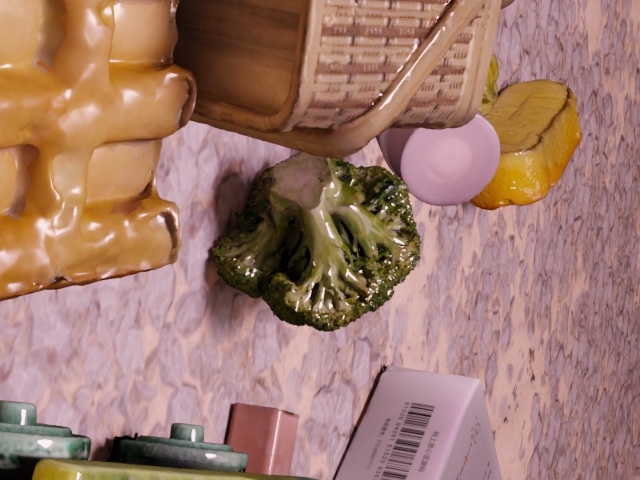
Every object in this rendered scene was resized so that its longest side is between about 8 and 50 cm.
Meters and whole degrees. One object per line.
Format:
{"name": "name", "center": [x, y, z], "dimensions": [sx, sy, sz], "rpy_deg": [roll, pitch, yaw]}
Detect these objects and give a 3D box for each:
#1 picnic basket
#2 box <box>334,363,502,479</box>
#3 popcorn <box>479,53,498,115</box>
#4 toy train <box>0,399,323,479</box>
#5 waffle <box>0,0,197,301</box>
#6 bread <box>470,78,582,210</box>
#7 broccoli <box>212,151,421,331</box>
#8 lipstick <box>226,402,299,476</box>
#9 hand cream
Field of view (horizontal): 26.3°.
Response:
{"name": "picnic basket", "center": [-0.012, -0.217, 0.756], "dimensions": [0.175, 0.228, 0.313], "rpy_deg": [-6, 109, -47]}
{"name": "box", "center": [0.106, 0.299, 1.371], "dimensions": [0.299, 0.106, 0.200], "rpy_deg": [72, 34, -40]}
{"name": "popcorn", "center": [0.110, -0.153, 1.302], "dimensions": [0.106, 0.116, 0.120], "rpy_deg": [-43, -167, 50]}
{"name": "toy train", "center": [-0.071, 0.182, 0.764], "dimensions": [0.369, 0.237, 0.150], "rpy_deg": [26, 73, -66]}
{"name": "waffle", "center": [-0.160, -0.131, 0.576], "dimensions": [0.304, 0.077, 0.348], "rpy_deg": [-11, 115, -53]}
{"name": "bread", "center": [0.240, -0.111, 1.611], "dimensions": [0.245, 0.102, 0.094], "rpy_deg": [-50, 137, -56]}
{"name": "broccoli", "center": [0.000, 0.000, 1.011], "dimensions": [0.138, 0.146, 0.162], "rpy_deg": [71, 29, -51]}
{"name": "lipstick", "center": [-0.054, 0.201, 1.052], "dimensions": [0.045, 0.045, 0.145], "rpy_deg": [31, 67, -63]}
{"name": "hand cream", "center": [0.072, -0.112, 1.152], "dimensions": [0.248, 0.083, 0.133], "rpy_deg": [-116, -162, -58]}
